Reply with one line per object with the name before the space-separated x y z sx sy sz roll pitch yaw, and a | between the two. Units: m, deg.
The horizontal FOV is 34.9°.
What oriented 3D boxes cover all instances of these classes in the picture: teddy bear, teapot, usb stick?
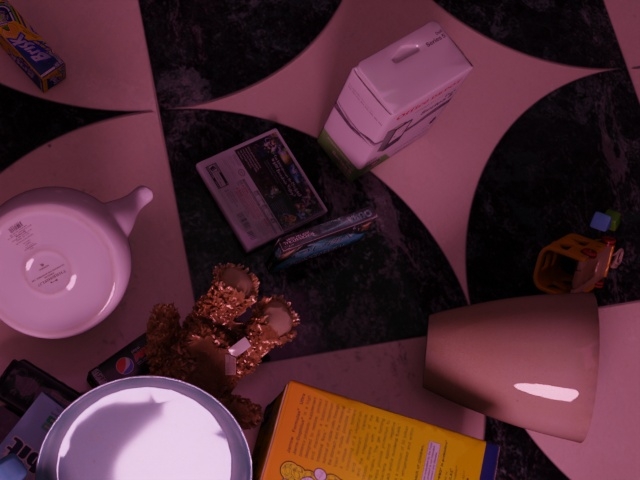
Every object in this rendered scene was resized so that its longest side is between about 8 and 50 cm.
teddy bear | -0.185 0.196 1.626 0.245 0.113 0.338 25 83 -20
teapot | -0.416 0.025 1.605 0.256 0.187 0.252 11 105 -8
usb stick | -0.388 0.287 1.624 0.278 0.045 0.077 32 72 -1

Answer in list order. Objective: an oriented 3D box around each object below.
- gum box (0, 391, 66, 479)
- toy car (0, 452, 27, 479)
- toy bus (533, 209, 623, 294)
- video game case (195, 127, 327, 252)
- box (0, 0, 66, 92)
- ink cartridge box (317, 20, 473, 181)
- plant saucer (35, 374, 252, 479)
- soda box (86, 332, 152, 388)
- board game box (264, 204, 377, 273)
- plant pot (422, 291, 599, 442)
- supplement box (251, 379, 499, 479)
gum box | -0.423 0.353 1.566 0.157 0.041 0.184 37 80 1
toy car | -0.473 0.461 1.402 0.219 0.210 0.238 54 28 -1
toy bus | 0.476 0.037 1.900 0.104 0.202 0.191 23 69 29
video game case | -0.107 -0.093 1.855 0.173 0.022 0.190 -27 77 -21
box | -0.531 -0.349 1.826 0.054 0.059 0.169 -41 83 -22
ink cartridge box | 0.128 -0.246 1.834 0.198 0.273 0.115 -33 80 -23
plant saucer | -0.262 0.347 1.524 0.318 0.044 0.317 -2 101 -8
soda box | -0.300 0.195 1.673 0.169 0.060 0.053 -35 82 -24
board game box | 0.000 0.000 1.787 0.186 0.126 0.026 -20 76 -20
plant pot | 0.317 0.204 1.746 0.274 0.256 0.256 5 67 6
supplement box | 0.072 0.383 1.620 0.357 0.194 0.195 18 66 -6
